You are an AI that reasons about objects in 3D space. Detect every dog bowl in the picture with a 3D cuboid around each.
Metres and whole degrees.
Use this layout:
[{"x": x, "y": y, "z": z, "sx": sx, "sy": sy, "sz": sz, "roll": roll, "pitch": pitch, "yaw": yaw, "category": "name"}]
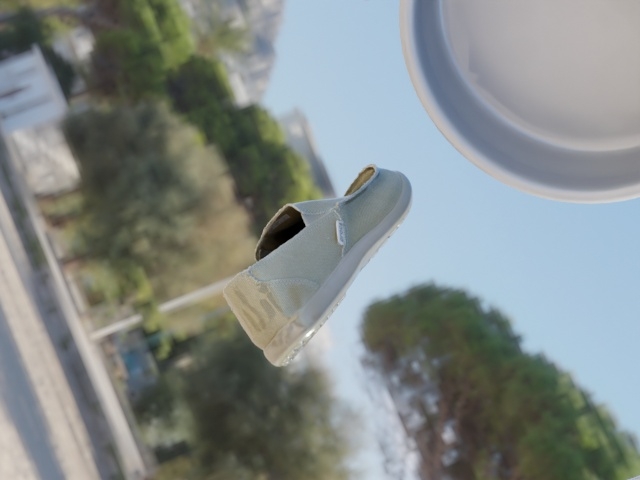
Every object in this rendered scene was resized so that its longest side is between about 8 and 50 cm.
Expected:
[{"x": 0.195, "y": -0.166, "z": 1.131, "sx": 0.104, "sy": 0.264, "sz": 0.265, "roll": -54, "pitch": 126, "yaw": -67, "category": "dog bowl"}]

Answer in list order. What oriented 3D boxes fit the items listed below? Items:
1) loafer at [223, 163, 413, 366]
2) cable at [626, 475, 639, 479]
[{"x": 0.000, "y": 0.000, "z": 1.395, "sx": 0.092, "sy": 0.268, "sz": 0.102, "roll": 41, "pitch": -51, "yaw": -4, "category": "loafer"}, {"x": 0.105, "y": 0.185, "z": 0.363, "sx": 0.257, "sy": 0.089, "sz": 0.257, "roll": 60, "pitch": -35, "yaw": 11, "category": "cable"}]
